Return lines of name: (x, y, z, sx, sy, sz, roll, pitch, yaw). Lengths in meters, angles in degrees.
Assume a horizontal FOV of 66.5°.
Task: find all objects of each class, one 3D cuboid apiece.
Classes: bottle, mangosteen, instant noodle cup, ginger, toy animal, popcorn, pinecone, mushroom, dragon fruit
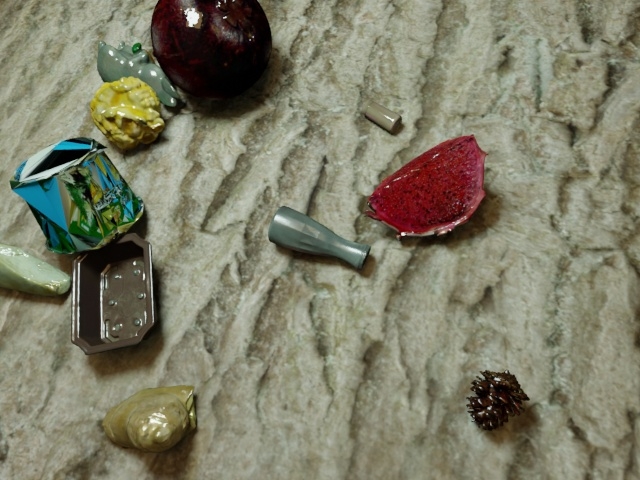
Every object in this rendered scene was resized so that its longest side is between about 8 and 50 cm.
bottle: (0.146, -0.300, 1.172, 0.096, 0.045, 0.045, 38, 77, 23)
mangosteen: (-0.270, -0.480, 1.195, 0.297, 0.293, 0.297, 22, 47, -26)
instant noodle cup: (-0.535, -0.107, 1.071, 0.241, 0.178, 0.240, -10, 38, 8)
ginger: (-0.343, 0.351, 0.925, 0.193, 0.122, 0.115, -13, 85, 9)
toy animal: (-0.461, -0.428, 1.292, 0.251, 0.127, 0.125, 32, 61, 5)
popcorn: (-0.476, -0.316, 1.211, 0.180, 0.180, 0.170, -25, 45, -3)
pinecone: (0.311, 0.284, 0.872, 0.102, 0.102, 0.109, 41, 111, 22)
mushroom: (-0.732, 0.057, 1.116, 0.334, 0.107, 0.087, 8, 27, 12)
dragon fruit: (0.235, -0.096, 1.039, 0.274, 0.126, 0.161, -32, 99, 15)

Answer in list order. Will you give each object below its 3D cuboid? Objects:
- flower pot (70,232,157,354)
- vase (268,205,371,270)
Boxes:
flower pot: (-0.429, 0.120, 1.051, 0.179, 0.084, 0.250, -13, 66, 2)
vase: (0.000, 0.000, 1.046, 0.214, 0.086, 0.086, 21, 71, 12)
